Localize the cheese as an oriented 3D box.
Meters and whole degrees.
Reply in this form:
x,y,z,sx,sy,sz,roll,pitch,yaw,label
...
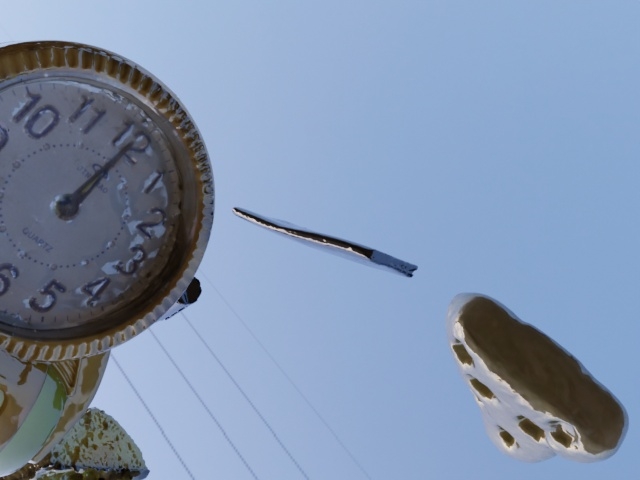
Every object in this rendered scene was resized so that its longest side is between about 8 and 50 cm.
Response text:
x,y,z,sx,sy,sz,roll,pitch,yaw,label
0.324,0.242,1.105,0.129,0.351,0.328,-41,-96,-18,cheese

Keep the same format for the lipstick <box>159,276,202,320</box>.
x,y,z,sx,sy,sz,roll,pitch,yaw,label
-0.365,0.146,1.345,0.418,0.077,0.077,-28,-121,53,lipstick

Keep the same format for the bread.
x,y,z,sx,sy,sz,roll,pitch,yaw,label
-0.522,0.461,1.307,0.204,0.262,0.163,-34,-130,20,bread

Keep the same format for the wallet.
x,y,z,sx,sy,sz,roll,pitch,yaw,label
0.000,0.001,0.823,0.244,0.124,0.025,20,-90,38,wallet

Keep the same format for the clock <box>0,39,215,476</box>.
x,y,z,sx,sy,sz,roll,pitch,yaw,label
-0.235,-0.002,0.462,0.200,0.244,0.317,25,-109,47,clock
